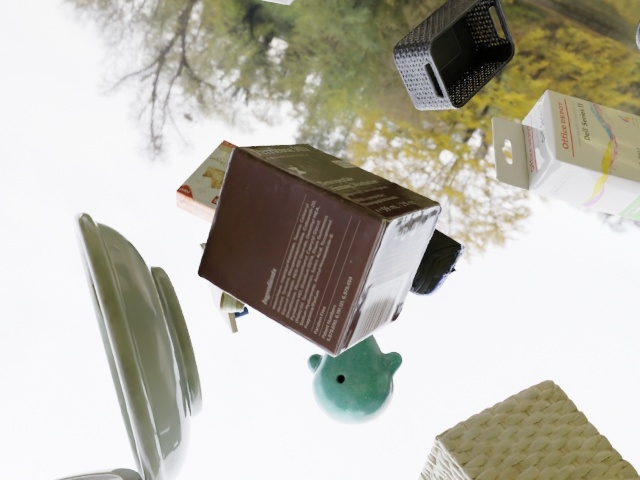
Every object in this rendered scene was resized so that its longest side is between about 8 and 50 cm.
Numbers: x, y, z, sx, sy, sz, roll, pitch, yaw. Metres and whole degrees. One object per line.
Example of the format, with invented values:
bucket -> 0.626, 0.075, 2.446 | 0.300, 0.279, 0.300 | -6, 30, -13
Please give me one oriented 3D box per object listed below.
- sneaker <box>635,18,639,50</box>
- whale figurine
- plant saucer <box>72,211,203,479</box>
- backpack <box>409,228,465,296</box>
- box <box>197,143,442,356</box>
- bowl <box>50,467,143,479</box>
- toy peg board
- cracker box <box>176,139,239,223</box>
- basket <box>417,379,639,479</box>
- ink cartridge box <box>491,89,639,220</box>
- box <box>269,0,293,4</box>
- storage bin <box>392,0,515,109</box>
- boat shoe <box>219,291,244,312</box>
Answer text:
sneaker -> 0.528, -0.358, 1.021 | 0.331, 0.122, 0.146 | -31, -130, -31
whale figurine -> 0.065, 0.254, 1.477 | 0.216, 0.272, 0.141 | -3, 162, 20
plant saucer -> -0.238, 0.147, 0.933 | 0.101, 0.400, 0.400 | -15, -142, -20
backpack -> 0.193, 0.041, 1.225 | 0.098, 0.120, 0.101 | 33, -175, 24
box -> 0.000, 0.000, 0.808 | 0.203, 0.167, 0.168 | 28, -159, 23
bowl -> -0.251, 0.332, 0.805 | 0.142, 0.142, 0.053 | -14, -178, 18
toy peg board -> -0.197, 0.094, 1.531 | 0.079, 0.160, 0.161 | -18, -153, -17
cracker box -> -0.244, -0.146, 1.775 | 0.156, 0.067, 0.232 | 25, -129, 10
basket -> 0.403, 0.501, 1.324 | 0.331, 0.266, 0.328 | -17, -133, -25
ink cartridge box -> 0.555, -0.189, 1.471 | 0.354, 0.119, 0.207 | 13, -124, -10
box -> -0.180, -0.557, 1.224 | 0.307, 0.076, 0.242 | 44, -158, 1
storage bin -> 0.216, -0.303, 1.106 | 0.180, 0.122, 0.084 | -43, -150, -23
boat shoe -> -0.148, 0.100, 1.337 | 0.048, 0.056, 0.153 | 10, -164, 12
